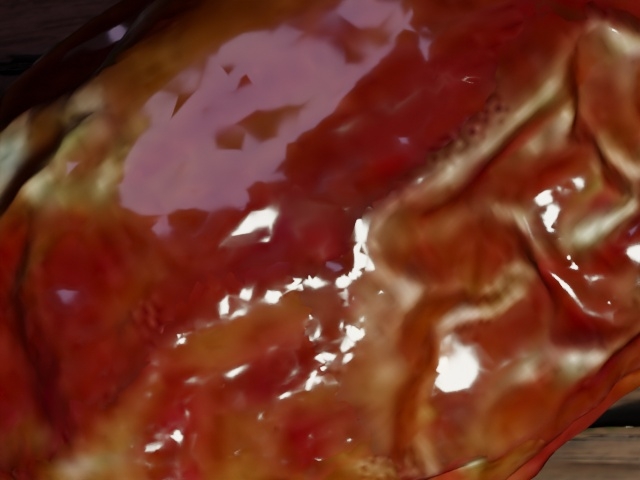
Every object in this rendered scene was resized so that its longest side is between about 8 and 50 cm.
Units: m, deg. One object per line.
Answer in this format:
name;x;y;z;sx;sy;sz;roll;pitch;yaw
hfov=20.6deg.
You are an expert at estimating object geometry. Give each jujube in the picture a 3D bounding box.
jujube;-0.002;0.000;0.772;0.377;0.276;0.276;-36;46;-3
